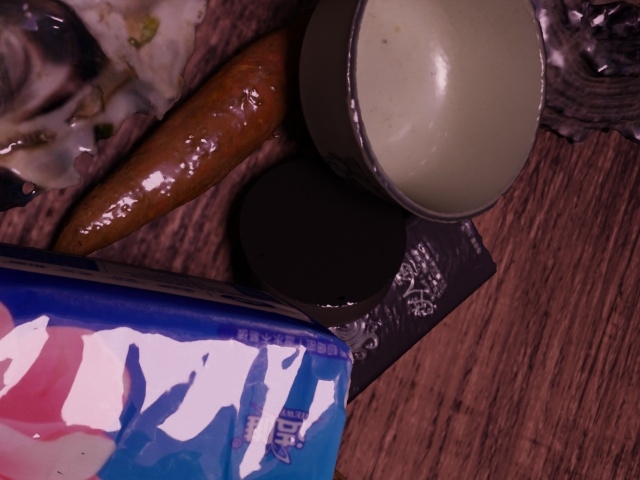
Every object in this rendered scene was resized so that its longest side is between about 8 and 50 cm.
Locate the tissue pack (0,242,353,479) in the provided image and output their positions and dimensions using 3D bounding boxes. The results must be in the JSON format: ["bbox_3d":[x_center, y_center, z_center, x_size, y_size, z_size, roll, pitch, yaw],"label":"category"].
[{"bbox_3d":[-0.140,0.082,0.507,0.270,0.209,0.137,10,94,-20],"label":"tissue pack"}]

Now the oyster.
[{"bbox_3d":[-0.226,-0.134,0.524,0.351,0.115,0.237,-35,120,-21],"label":"oyster"}]

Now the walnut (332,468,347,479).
[{"bbox_3d":[-0.024,0.272,0.618,0.198,0.198,0.244,-25,117,-29],"label":"walnut"}]

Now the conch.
[{"bbox_3d":[0.221,-0.209,0.781,0.313,0.186,0.240,30,63,-14],"label":"conch"}]

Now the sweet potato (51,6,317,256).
[{"bbox_3d":[-0.082,-0.078,0.644,0.072,0.066,0.314,44,71,-9],"label":"sweet potato"}]

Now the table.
[{"bbox_3d":[0.000,0.000,0.670,0.134,0.043,0.133,4,63,-8],"label":"table"}]

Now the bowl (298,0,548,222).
[{"bbox_3d":[0.065,-0.120,0.641,0.212,0.112,0.211,-5,97,-40],"label":"bowl"}]

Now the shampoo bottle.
[{"bbox_3d":[0.013,0.077,0.712,0.309,0.071,0.098,-37,109,-23],"label":"shampoo bottle"}]
